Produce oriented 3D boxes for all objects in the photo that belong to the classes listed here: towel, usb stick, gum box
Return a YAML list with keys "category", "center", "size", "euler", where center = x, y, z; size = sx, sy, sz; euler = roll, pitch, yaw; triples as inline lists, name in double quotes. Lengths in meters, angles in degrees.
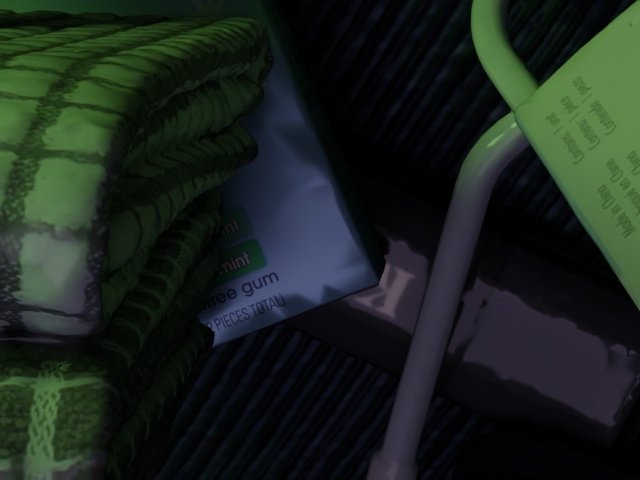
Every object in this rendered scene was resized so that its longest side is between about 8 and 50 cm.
- category: "towel"
  center: [-0.144, 0.000, 0.517]
  size: [0.235, 0.283, 0.121]
  euler: [3, 99, 4]
- category: "usb stick"
  center: [0.000, 0.000, 0.713]
  size: [0.278, 0.045, 0.077]
  euler: [25, 118, 1]
- category: "gum box"
  center: [-0.084, -0.044, 0.667]
  size: [0.157, 0.041, 0.184]
  euler: [-22, 98, 10]

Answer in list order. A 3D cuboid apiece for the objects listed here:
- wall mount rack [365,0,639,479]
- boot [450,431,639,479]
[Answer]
- category: "wall mount rack"
  center: [0.124, 0.039, 0.553]
  size: [0.304, 0.350, 0.130]
  euler: [-40, 128, 12]
- category: "boot"
  center: [0.135, 0.200, 0.682]
  size: [0.246, 0.207, 0.094]
  euler: [19, 154, -5]
